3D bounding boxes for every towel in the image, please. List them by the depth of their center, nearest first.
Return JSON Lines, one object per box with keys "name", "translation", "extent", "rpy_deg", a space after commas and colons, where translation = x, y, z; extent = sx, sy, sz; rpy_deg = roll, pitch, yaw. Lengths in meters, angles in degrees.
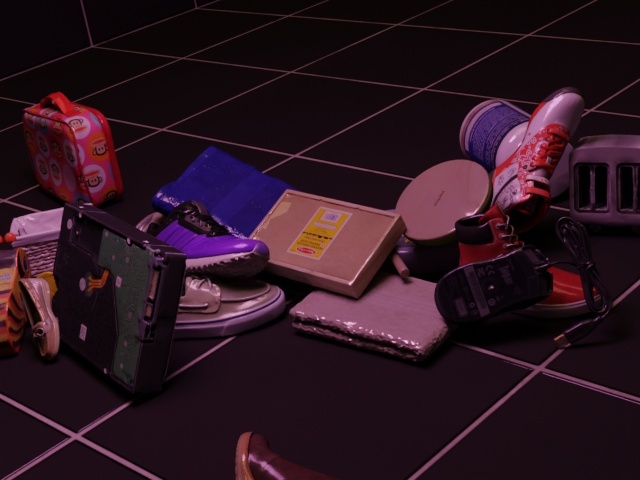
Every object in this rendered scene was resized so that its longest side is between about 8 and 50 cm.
{"name": "towel", "translation": [0.104, 0.120, 1.829], "extent": [0.282, 0.049, 0.187], "rpy_deg": [13, 34, 37]}
{"name": "towel", "translation": [-0.145, -0.049, 2.127], "extent": [0.308, 0.076, 0.227], "rpy_deg": [28, 43, 13]}

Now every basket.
{"name": "basket", "translation": [-0.533, 0.003, 2.233], "extent": [0.167, 0.103, 0.113], "rpy_deg": [-13, 25, -5]}

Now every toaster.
{"name": "toaster", "translation": [0.543, -0.110, 1.998], "extent": [0.168, 0.186, 0.110], "rpy_deg": [3, 18, 23]}

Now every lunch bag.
{"name": "lunch bag", "translation": [-0.580, -0.218, 2.535], "extent": [0.120, 0.258, 0.293], "rpy_deg": [-26, 30, -32]}

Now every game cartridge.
{"name": "game cartridge", "translation": [0.202, -0.004, 2.053], "extent": [0.294, 0.060, 0.196], "rpy_deg": [-6, 29, 7]}

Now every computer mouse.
{"name": "computer mouse", "translation": [0.323, 0.095, 1.728], "extent": [0.262, 0.184, 0.060], "rpy_deg": [-26, -17, 6]}

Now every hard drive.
{"name": "hard drive", "translation": [-0.348, 0.088, 1.835], "extent": [0.064, 0.237, 0.339], "rpy_deg": [4, 12, -39]}

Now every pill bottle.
{"name": "pill bottle", "translation": [0.403, -0.184, 2.243], "extent": [0.153, 0.153, 0.265], "rpy_deg": [-15, 25, -13]}

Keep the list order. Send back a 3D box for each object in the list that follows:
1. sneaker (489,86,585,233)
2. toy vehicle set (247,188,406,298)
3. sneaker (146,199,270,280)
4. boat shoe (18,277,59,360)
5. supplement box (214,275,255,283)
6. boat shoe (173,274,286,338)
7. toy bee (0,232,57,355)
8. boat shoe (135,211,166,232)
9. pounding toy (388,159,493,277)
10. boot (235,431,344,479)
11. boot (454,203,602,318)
{"name": "sneaker", "translation": [0.396, -0.133, 1.961], "extent": [0.090, 0.270, 0.145], "rpy_deg": [24, 28, -25]}
{"name": "toy vehicle set", "translation": [0.000, 0.000, 1.938], "extent": [0.267, 0.035, 0.166], "rpy_deg": [15, 57, 39]}
{"name": "sneaker", "translation": [-0.215, -0.005, 1.964], "extent": [0.293, 0.146, 0.102], "rpy_deg": [-7, -18, 36]}
{"name": "boat shoe", "translation": [-0.488, 0.136, 1.908], "extent": [0.048, 0.153, 0.056], "rpy_deg": [3, -26, -39]}
{"name": "supplement box", "translation": [-0.170, 0.065, 2.043], "extent": [0.083, 0.043, 0.055], "rpy_deg": [15, 34, 43]}
{"name": "boat shoe", "translation": [-0.213, 0.109, 1.905], "extent": [0.302, 0.094, 0.109], "rpy_deg": [-9, 25, 0]}
{"name": "toy bee", "translation": [-0.582, 0.078, 2.023], "extent": [0.195, 0.162, 0.298], "rpy_deg": [-19, 27, -16]}
{"name": "boat shoe", "translation": [-0.253, -0.021, 2.196], "extent": [0.116, 0.123, 0.324], "rpy_deg": [32, 42, 14]}
{"name": "pounding toy", "translation": [0.215, -0.023, 1.942], "extent": [0.237, 0.110, 0.183], "rpy_deg": [-40, 37, 0]}
{"name": "boot", "translation": [-0.006, 0.329, 1.414], "extent": [0.207, 0.090, 0.248], "rpy_deg": [1, 23, -7]}
{"name": "boot", "translation": [0.338, 0.028, 1.789], "extent": [0.244, 0.176, 0.088], "rpy_deg": [4, 26, 24]}
